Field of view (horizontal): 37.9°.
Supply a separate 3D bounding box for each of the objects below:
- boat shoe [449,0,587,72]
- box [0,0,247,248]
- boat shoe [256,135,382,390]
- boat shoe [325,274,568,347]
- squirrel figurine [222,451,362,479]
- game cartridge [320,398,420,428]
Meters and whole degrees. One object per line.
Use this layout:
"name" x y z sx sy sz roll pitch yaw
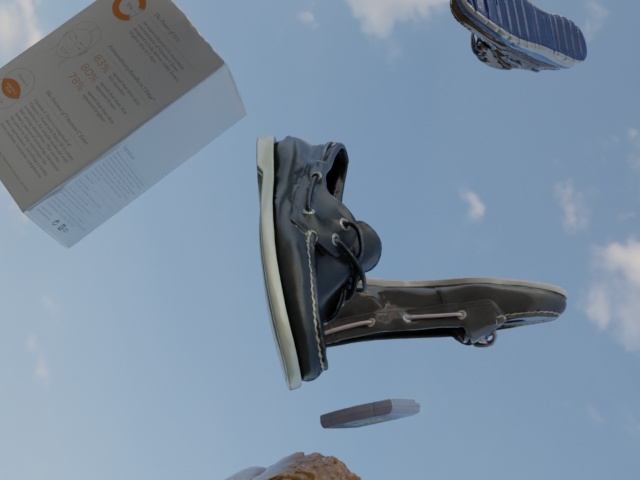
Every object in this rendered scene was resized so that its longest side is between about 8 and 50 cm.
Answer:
"boat shoe" 0.184 -0.200 0.918 0.066 0.183 0.066 -24 -120 45
"box" -0.316 -0.191 1.364 0.215 0.345 0.168 50 -7 19
"boat shoe" 0.000 0.003 0.890 0.340 0.113 0.127 -99 -177 -59
"boat shoe" 0.122 0.095 1.101 0.112 0.335 0.095 91 2 -74
"squirrel figurine" -0.024 0.518 1.363 0.397 0.281 0.370 -33 -91 18
"game cartridge" 0.044 0.161 0.863 0.083 0.056 0.017 -21 -114 35
